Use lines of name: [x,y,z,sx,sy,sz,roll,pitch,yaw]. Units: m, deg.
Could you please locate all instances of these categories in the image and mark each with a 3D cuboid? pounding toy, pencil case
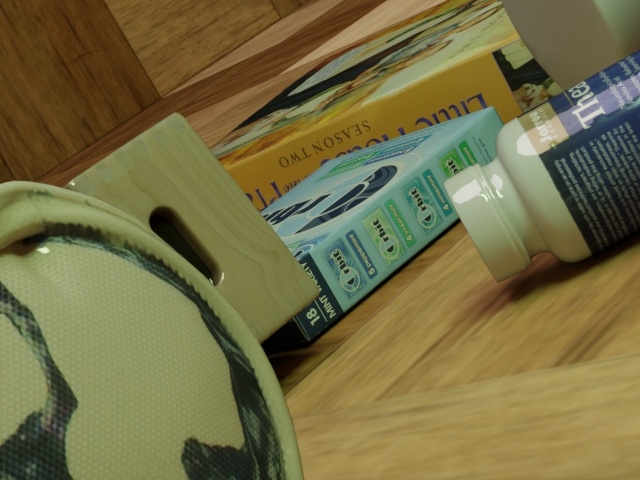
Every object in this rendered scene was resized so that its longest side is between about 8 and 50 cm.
pounding toy: [-0.075,0.034,0.780,0.100,0.141,0.130,-38,-1,-34]
pencil case: [-0.198,0.122,0.541,0.410,0.184,0.160,-21,19,29]

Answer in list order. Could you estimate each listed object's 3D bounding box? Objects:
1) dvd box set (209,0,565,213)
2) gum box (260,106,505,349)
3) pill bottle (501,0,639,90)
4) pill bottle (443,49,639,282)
dvd box set: [0.098,-0.123,1.161,0.420,0.062,0.307,-21,15,41]
gum box: [0.000,0.000,0.917,0.184,0.041,0.157,-39,14,-34]
pill bottle: [0.228,-0.183,0.855,0.272,0.152,0.152,-33,11,-12]
pill bottle: [0.115,-0.032,0.692,0.120,0.067,0.067,-29,11,7]
